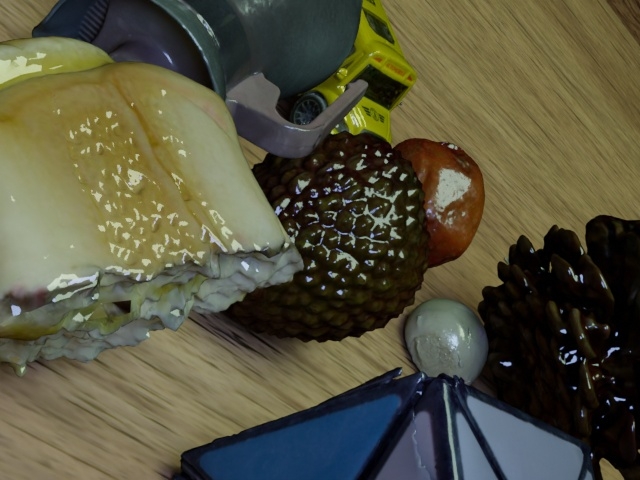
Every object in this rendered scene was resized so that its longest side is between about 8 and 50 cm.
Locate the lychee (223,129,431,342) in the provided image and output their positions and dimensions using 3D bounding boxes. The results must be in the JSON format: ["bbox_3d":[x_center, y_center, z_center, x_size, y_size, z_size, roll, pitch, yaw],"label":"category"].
[{"bbox_3d":[0.000,0.000,1.154,0.271,0.236,0.236,-27,90,-44],"label":"lychee"}]

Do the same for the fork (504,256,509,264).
[{"bbox_3d":[0.353,0.060,1.875,0.115,0.012,0.016,36,35,-31],"label":"fork"}]

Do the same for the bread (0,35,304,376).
[{"bbox_3d":[-0.203,-0.026,0.867,0.315,0.211,0.270,-14,68,-46],"label":"bread"}]

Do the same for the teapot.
[{"bbox_3d":[-0.099,-0.211,1.136,0.300,0.253,0.344,30,39,7],"label":"teapot"}]

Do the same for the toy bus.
[{"bbox_3d":[0.024,-0.260,1.445,0.144,0.152,0.330,19,45,-52],"label":"toy bus"}]

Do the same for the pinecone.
[{"bbox_3d":[0.407,0.163,1.464,0.397,0.397,0.398,38,38,-37],"label":"pinecone"}]

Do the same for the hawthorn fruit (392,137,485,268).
[{"bbox_3d":[0.147,-0.048,1.473,0.173,0.173,0.179,32,26,-42],"label":"hawthorn fruit"}]

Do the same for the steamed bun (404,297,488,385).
[{"bbox_3d":[0.179,0.136,1.456,0.130,0.091,0.112,62,28,0],"label":"steamed bun"}]

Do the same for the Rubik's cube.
[{"bbox_3d":[0.067,0.320,0.934,0.310,0.305,0.307,32,44,-46],"label":"Rubik's cube"}]
